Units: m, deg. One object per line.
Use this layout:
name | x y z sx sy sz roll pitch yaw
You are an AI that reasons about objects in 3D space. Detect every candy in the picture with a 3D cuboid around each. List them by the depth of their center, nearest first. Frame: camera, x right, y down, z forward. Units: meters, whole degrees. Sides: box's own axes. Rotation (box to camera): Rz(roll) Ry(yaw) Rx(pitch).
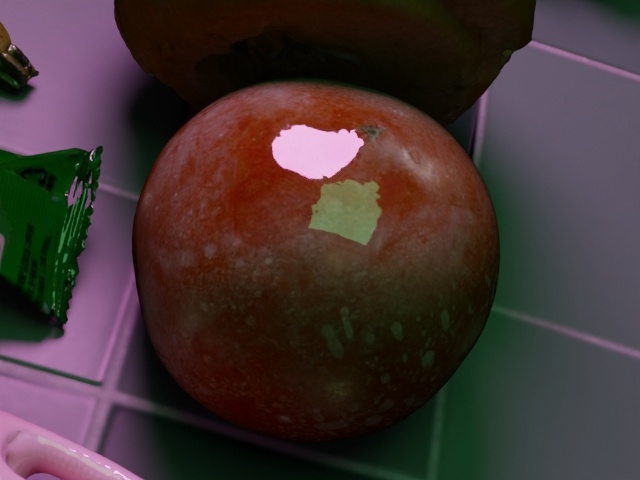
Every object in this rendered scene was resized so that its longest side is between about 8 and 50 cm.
candy | -0.269 -0.030 1.065 0.203 0.078 0.141 10 52 -6

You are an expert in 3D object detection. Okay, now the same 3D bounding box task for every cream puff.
cream puff | 0.003 -0.224 1.138 0.327 0.343 0.231 19 62 -31

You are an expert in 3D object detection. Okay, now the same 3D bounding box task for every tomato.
tomato | 0.000 0.000 1.044 0.270 0.223 0.270 12 52 -15

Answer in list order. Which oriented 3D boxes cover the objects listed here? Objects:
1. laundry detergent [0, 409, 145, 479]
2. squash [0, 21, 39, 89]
laundry detergent | -0.148 0.210 0.925 0.335 0.088 0.159 24 50 -3
squash | -0.341 -0.199 1.167 0.252 0.066 0.066 31 51 4
